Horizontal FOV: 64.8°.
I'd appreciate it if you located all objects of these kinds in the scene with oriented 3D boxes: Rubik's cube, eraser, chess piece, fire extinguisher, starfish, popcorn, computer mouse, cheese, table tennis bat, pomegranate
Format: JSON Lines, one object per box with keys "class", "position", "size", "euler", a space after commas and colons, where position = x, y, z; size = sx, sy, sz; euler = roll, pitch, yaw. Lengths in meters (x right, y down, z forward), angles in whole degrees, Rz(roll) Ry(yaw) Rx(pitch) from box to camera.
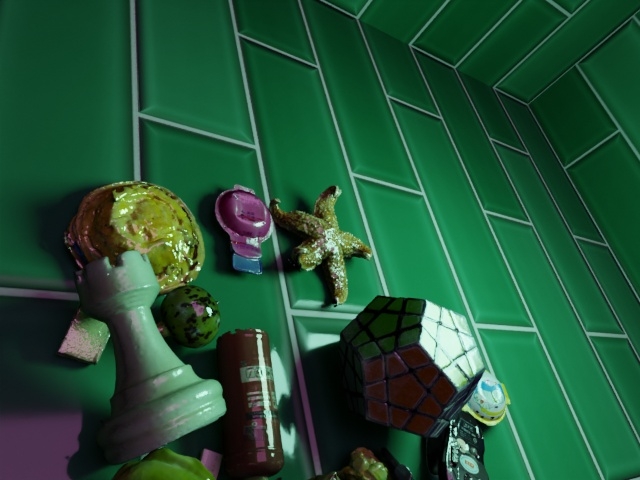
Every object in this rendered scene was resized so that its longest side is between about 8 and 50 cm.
{"class": "Rubik's cube", "position": [0.186, 0.268, 1.088], "size": [0.319, 0.319, 0.263], "euler": [23, 73, -25]}
{"class": "eraser", "position": [-0.195, 0.399, 0.852], "size": [0.038, 0.019, 0.083], "euler": [30, 44, -20]}
{"class": "chess piece", "position": [-0.287, 0.174, 0.803], "size": [0.195, 0.195, 0.298], "euler": [-12, 73, -45]}
{"class": "fire extinguisher", "position": [-0.116, 0.319, 0.885], "size": [0.107, 0.147, 0.336], "euler": [3, 55, -24]}
{"class": "starfish", "position": [0.000, -0.002, 1.271], "size": [0.312, 0.113, 0.303], "euler": [50, 40, -1]}
{"class": "popcorn", "position": [0.093, 0.464, 0.999], "size": [0.109, 0.089, 0.097], "euler": [38, 1, -29]}
{"class": "computer mouse", "position": [0.303, 0.495, 1.139], "size": [0.137, 0.096, 0.233], "euler": [41, 37, -14]}
{"class": "cheese", "position": [0.393, 0.403, 1.311], "size": [0.250, 0.064, 0.156], "euler": [4, 54, -23]}
{"class": "table tennis bat", "position": [0.169, 0.461, 0.986], "size": [0.027, 0.236, 0.150], "euler": [-42, 62, -9]}
{"class": "pomegranate", "position": [-0.259, 0.150, 0.936], "size": [0.162, 0.122, 0.122], "euler": [-29, 78, -18]}
{"class": "cheese", "position": [-0.175, -0.029, 1.177], "size": [0.155, 0.062, 0.244], "euler": [14, 52, -31]}

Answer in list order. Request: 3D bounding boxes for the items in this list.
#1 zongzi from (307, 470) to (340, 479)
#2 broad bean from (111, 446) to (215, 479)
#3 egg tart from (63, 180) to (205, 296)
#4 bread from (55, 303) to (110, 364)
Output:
{"class": "zongzi", "position": [0.033, 0.548, 0.872], "size": [0.205, 0.094, 0.204], "euler": [42, 45, -5]}
{"class": "broad bean", "position": [-0.225, 0.446, 0.702], "size": [0.238, 0.119, 0.291], "euler": [-10, 58, -28]}
{"class": "egg tart", "position": [-0.348, -0.020, 0.990], "size": [0.291, 0.107, 0.290], "euler": [23, 46, -25]}
{"class": "bread", "position": [-0.386, 0.132, 0.866], "size": [0.068, 0.028, 0.153], "euler": [27, 63, -24]}
